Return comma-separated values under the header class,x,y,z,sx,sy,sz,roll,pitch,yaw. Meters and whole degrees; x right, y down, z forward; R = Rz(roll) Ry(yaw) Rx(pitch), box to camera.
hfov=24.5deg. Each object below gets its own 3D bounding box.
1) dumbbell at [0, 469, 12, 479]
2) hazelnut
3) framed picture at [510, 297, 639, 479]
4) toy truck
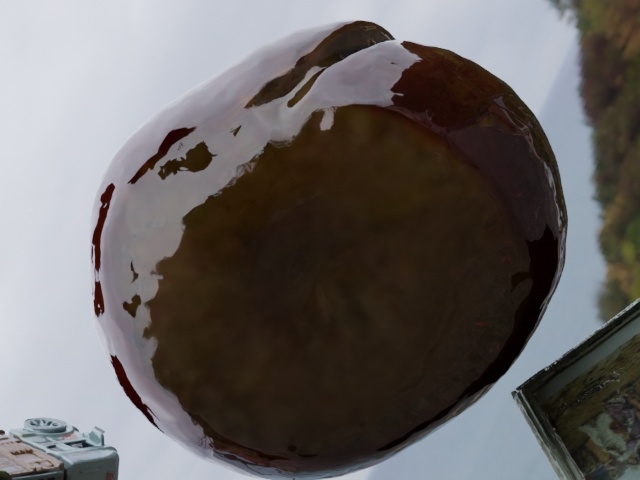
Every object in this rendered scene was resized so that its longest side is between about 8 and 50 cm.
class,x,y,z,sx,sy,sz,roll,pitch,yaw
dumbbell,-0.326,0.286,1.491,0.118,0.046,0.052,-118,10,-49
hazelnut,0.000,0.000,1.238,0.409,0.359,0.359,-33,-9,-4
framed picture,0.296,0.112,1.167,0.274,0.017,0.217,-39,41,9
toy truck,-0.365,0.290,1.664,0.305,0.162,0.136,-2,-80,-49
